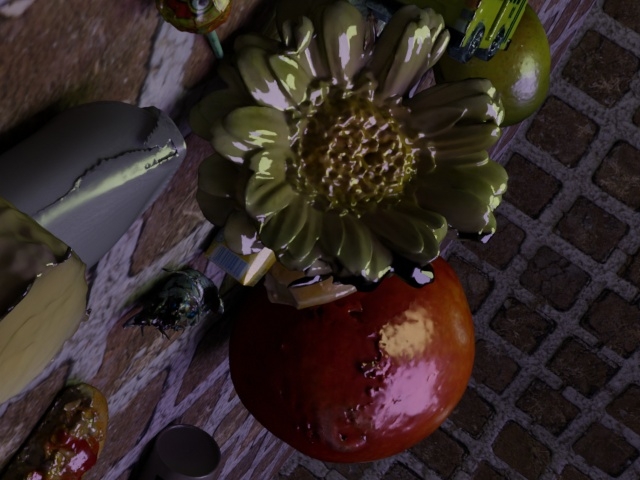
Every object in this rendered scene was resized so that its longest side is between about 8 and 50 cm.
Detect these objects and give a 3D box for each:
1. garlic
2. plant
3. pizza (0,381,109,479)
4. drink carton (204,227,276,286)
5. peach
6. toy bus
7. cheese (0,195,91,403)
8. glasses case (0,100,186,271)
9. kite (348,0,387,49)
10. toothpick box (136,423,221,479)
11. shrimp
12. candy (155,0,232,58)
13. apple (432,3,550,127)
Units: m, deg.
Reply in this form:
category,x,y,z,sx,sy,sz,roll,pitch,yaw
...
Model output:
category,x,y,z,sx,sy,sz,roll,pitch,yaw
garlic,0.011,-0.009,1.327,0.164,0.145,0.245,-35,-169,25
plant,0.007,-0.059,0.962,0.297,0.306,0.261,-30,-143,39
pizza,-0.295,0.253,1.103,0.199,0.062,0.188,-47,165,-27
drink carton,-0.050,-0.043,1.200,0.200,0.074,0.084,-55,171,-1
peach,0.047,0.146,1.474,0.370,0.370,0.370,-51,168,-15
toy bus,0.168,-0.299,1.198,0.150,0.128,0.262,-65,164,18
cheese,-0.201,0.002,0.483,0.094,0.167,0.123,-53,172,-16
glasses case,-0.219,0.013,0.666,0.308,0.083,0.128,-44,171,-43
kite,0.022,-0.200,1.200,0.268,0.013,0.323,-49,167,-28
toothpick box,-0.235,0.387,1.612,0.111,0.111,0.181,-38,159,-55
shrimp,-0.163,0.066,1.140,0.082,0.076,0.174,-15,-177,14
candy,-0.087,-0.168,0.782,0.060,0.060,0.201,-54,177,-3
apple,0.245,-0.260,1.494,0.156,0.196,0.196,-14,162,-4
